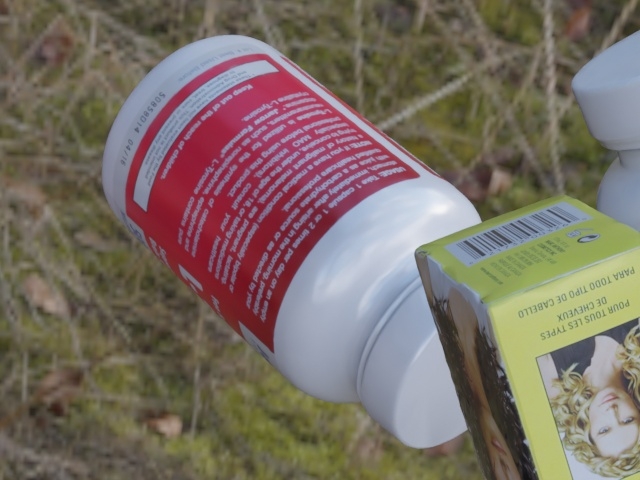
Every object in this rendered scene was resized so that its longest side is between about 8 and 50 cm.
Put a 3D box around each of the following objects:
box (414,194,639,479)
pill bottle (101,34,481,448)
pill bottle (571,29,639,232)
[{"bbox_3d":[0.097,0.107,0.544,0.058,0.232,0.087,-21,13,-7],"label":"box"},{"bbox_3d":[0.000,0.000,1.553,0.229,0.229,0.407,-24,48,-32],"label":"pill bottle"},{"bbox_3d":[0.193,0.004,0.749,0.117,0.208,0.117,-26,15,7],"label":"pill bottle"}]
